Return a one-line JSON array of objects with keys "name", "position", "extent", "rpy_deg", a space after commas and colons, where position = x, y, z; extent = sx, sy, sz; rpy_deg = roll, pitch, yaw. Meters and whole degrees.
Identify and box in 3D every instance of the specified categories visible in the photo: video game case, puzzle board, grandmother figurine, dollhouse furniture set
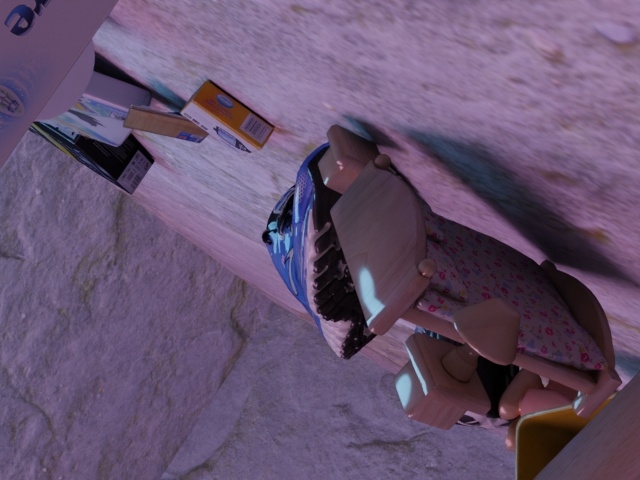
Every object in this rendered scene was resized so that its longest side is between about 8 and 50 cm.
[{"name": "video game case", "position": [-0.394, -0.203, 1.335], "extent": [0.329, 0.036, 0.300], "rpy_deg": [18, 173, -15]}, {"name": "puzzle board", "position": [-0.178, -0.136, 1.217], "extent": [0.096, 0.011, 0.128], "rpy_deg": [11, 175, -14]}, {"name": "grandmother figurine", "position": [0.364, 0.247, 1.170], "extent": [0.342, 0.104, 0.208], "rpy_deg": [22, 149, 40]}, {"name": "dollhouse furniture set", "position": [0.194, 0.028, 0.713], "extent": [0.303, 0.174, 0.355], "rpy_deg": [23, -152, -28]}]

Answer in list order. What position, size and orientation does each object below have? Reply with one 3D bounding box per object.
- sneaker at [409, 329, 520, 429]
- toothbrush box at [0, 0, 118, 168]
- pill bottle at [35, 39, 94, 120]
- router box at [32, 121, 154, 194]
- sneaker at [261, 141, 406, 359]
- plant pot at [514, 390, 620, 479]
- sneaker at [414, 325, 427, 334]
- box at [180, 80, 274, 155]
[{"name": "sneaker", "position": [0.160, 0.175, 1.316], "extent": [0.146, 0.122, 0.330], "rpy_deg": [-3, 154, 21]}, {"name": "toothbrush box", "position": [-0.233, -0.185, 0.489], "extent": [0.122, 0.206, 0.283], "rpy_deg": [26, 169, 44]}, {"name": "pill bottle", "position": [-0.347, -0.211, 1.037], "extent": [0.272, 0.152, 0.152], "rpy_deg": [27, 171, 39]}, {"name": "router box", "position": [-0.437, -0.206, 1.770], "extent": [0.243, 0.081, 0.309], "rpy_deg": [32, 173, 12]}, {"name": "sneaker", "position": [0.000, 0.000, 0.980], "extent": [0.147, 0.130, 0.330], "rpy_deg": [44, 164, 19]}, {"name": "plant pot", "position": [0.319, 0.269, 0.966], "extent": [0.187, 0.212, 0.212], "rpy_deg": [20, 152, -27]}, {"name": "sneaker", "position": [0.159, 0.118, 1.392], "extent": [0.052, 0.058, 0.135], "rpy_deg": [34, 172, -4]}, {"name": "box", "position": [-0.097, -0.120, 1.052], "extent": [0.081, 0.028, 0.136], "rpy_deg": [35, 175, -12]}]
